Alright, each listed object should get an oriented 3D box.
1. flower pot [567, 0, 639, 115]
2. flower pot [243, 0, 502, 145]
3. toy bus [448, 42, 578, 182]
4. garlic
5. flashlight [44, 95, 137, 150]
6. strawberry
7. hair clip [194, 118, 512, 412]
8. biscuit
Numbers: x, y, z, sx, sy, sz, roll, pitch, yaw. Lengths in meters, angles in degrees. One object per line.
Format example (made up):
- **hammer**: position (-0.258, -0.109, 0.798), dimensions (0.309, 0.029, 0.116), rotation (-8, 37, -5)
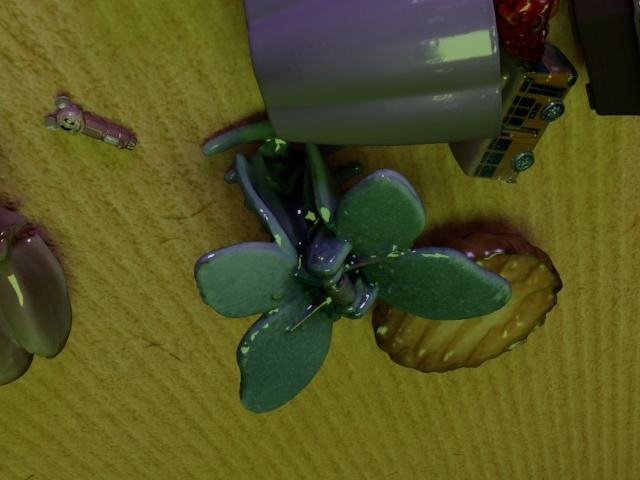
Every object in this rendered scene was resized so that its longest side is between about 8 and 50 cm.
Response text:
- **flower pot**: position (0.364, -0.258, 0.926), dimensions (0.084, 0.178, 0.251), rotation (-7, 141, 25)
- **flower pot**: position (0.053, -0.221, 0.811), dimensions (0.243, 0.265, 0.265), rotation (-8, 136, 9)
- **toy bus**: position (0.254, -0.175, 1.007), dimensions (0.103, 0.091, 0.182), rotation (4, 133, -22)
- **garlic**: position (-0.488, 0.095, 1.010), dimensions (0.279, 0.132, 0.325), rotation (4, 127, -10)
- **flashlight**: position (-0.279, -0.136, 0.915), dimensions (0.110, 0.031, 0.052), rotation (21, 123, -33)
- **strawberry**: position (0.221, -0.301, 0.849), dimensions (0.111, 0.190, 0.236), rotation (13, 159, 14)
- **hair clip**: position (0.000, 0.000, 0.985), dimensions (0.392, 0.238, 0.318), rotation (-26, 136, 9)
- **biscuit**: position (0.240, 0.101, 1.260), dimensions (0.326, 0.107, 0.325), rotation (-8, 137, -7)
